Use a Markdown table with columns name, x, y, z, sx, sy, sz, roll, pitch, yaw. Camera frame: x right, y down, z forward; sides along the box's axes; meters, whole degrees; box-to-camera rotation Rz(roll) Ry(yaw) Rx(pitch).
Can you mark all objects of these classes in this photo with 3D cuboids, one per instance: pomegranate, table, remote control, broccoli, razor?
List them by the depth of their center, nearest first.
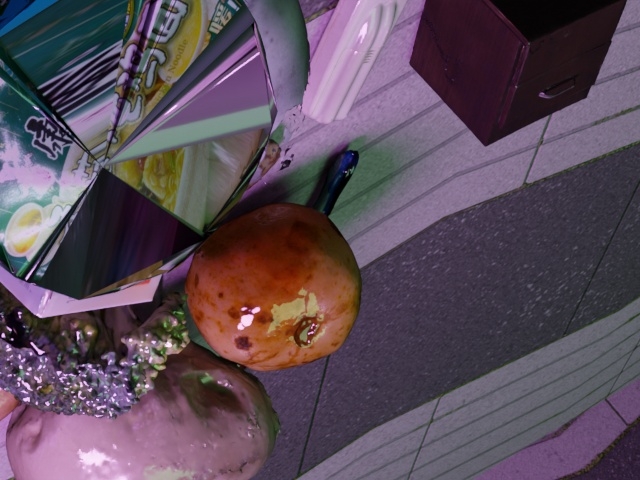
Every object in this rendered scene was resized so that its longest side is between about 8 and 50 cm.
| name | x | y | z | sx | sy | sz | roll | pitch | yaw |
| --- | --- | --- | --- | --- | --- | --- | --- | --- | --- |
| broccoli | -0.258 | 0.064 | 1.631 | 0.263 | 0.247 | 0.243 | -9 | -135 | 52 |
| remote control | 0.043 | -0.226 | 1.679 | 0.090 | 0.049 | 0.230 | -19 | 148 | -41 |
| table | 0.232 | -0.244 | 1.755 | 0.169 | 0.172 | 0.193 | -26 | 153 | -25 |
| pomegranate | -0.060 | 0.051 | 1.859 | 0.215 | 0.215 | 0.215 | -31 | 155 | -16 |
| razor | -0.012 | -0.002 | 1.996 | 0.056 | 0.093 | 0.324 | 9 | 135 | -11 |

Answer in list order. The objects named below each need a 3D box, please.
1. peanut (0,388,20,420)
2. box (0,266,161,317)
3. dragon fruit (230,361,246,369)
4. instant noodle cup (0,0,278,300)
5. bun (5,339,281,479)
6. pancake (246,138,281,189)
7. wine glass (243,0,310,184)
| name | x | y | z | sx | sy | sz | roll | pitch | yaw |
| --- | --- | --- | --- | --- | --- | --- | --- | --- | --- |
| peanut | -0.407 | 0.189 | 1.758 | 0.152 | 0.076 | 0.076 | -35 | 156 | 6 |
| box | -0.263 | -0.040 | 1.326 | 0.135 | 0.269 | 0.079 | -6 | 126 | -48 |
| dragon fruit | -0.151 | 0.228 | 2.183 | 0.131 | 0.063 | 0.097 | -32 | 155 | -14 |
| instant noodle cup | -0.172 | -0.103 | 0.996 | 0.240 | 0.178 | 0.240 | -23 | 128 | -31 |
| bun | -0.228 | 0.233 | 1.889 | 0.326 | 0.234 | 0.362 | -28 | 167 | 38 |
| pancake | -0.117 | -0.106 | 1.693 | 0.212 | 0.029 | 0.235 | -18 | 148 | -36 |
| wine glass | -0.091 | -0.205 | 1.375 | 0.190 | 0.190 | 0.357 | -26 | 150 | -24 |
